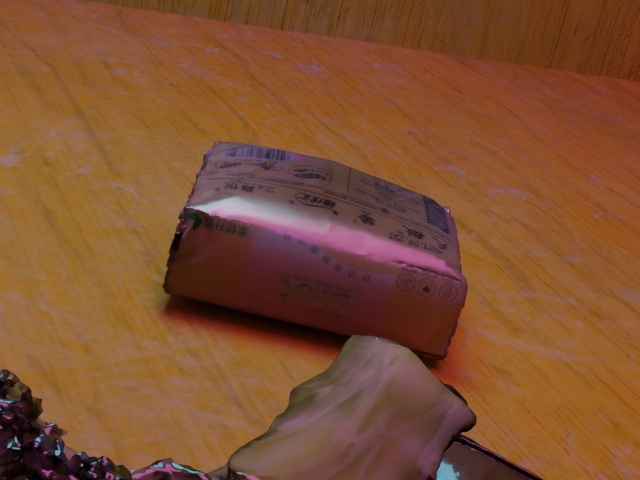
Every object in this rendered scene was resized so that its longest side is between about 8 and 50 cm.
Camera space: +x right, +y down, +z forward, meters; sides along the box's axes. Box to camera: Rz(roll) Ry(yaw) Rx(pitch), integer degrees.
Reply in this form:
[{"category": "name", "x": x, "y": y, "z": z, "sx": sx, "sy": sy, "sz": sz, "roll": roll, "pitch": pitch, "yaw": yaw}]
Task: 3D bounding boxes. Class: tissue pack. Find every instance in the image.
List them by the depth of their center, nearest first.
[{"category": "tissue pack", "x": 0.000, "y": 0.000, "z": 1.209, "sx": 0.257, "sy": 0.123, "sz": 0.215, "roll": 12, "pitch": 22, "yaw": -2}]

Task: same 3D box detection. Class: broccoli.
[{"category": "broccoli", "x": -0.053, "y": 0.136, "z": 0.630, "sx": 0.252, "sy": 0.221, "sz": 0.361, "roll": 10, "pitch": 24, "yaw": 4}]

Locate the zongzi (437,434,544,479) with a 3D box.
[{"category": "zongzi", "x": 0.090, "y": 0.207, "z": 0.760, "sx": 0.194, "sy": 0.099, "sz": 0.197, "roll": 23, "pitch": 32, "yaw": 25}]
